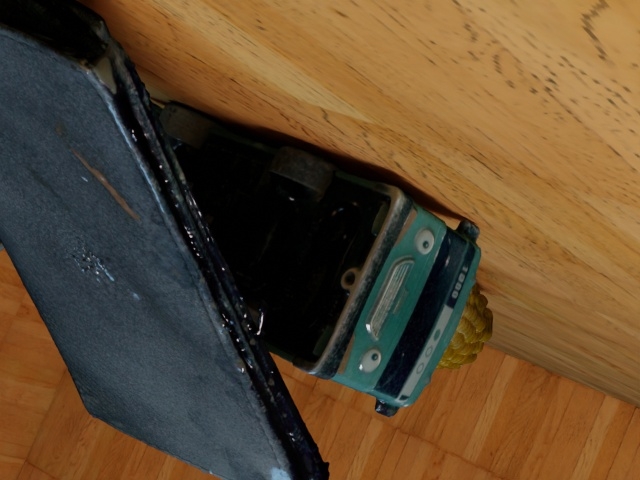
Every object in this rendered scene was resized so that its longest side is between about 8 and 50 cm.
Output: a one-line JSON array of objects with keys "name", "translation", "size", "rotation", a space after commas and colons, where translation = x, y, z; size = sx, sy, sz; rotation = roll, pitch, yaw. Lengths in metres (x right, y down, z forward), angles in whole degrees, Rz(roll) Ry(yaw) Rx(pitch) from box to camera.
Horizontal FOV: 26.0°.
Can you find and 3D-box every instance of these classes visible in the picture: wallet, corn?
[{"name": "wallet", "translation": [-0.113, 0.008, 0.744], "size": [0.191, 0.046, 0.379], "rotation": [23, 148, 32]}, {"name": "corn", "translation": [0.109, 0.068, 1.272], "size": [0.097, 0.097, 0.320], "rotation": [23, 175, 11]}]

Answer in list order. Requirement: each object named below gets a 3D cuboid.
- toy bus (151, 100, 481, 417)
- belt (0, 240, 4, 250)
[{"name": "toy bus", "translation": [-0.028, 0.007, 0.882], "size": [0.256, 0.128, 0.147], "rotation": [22, 176, 44]}, {"name": "belt", "translation": [-0.300, -0.067, 0.906], "size": [0.268, 0.206, 0.116], "rotation": [11, -175, -38]}]
